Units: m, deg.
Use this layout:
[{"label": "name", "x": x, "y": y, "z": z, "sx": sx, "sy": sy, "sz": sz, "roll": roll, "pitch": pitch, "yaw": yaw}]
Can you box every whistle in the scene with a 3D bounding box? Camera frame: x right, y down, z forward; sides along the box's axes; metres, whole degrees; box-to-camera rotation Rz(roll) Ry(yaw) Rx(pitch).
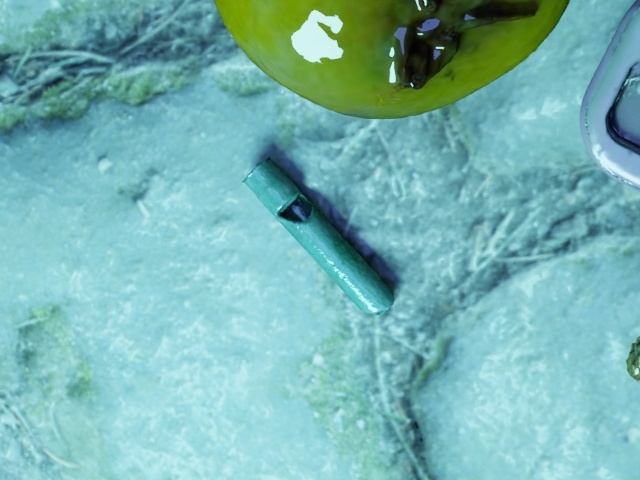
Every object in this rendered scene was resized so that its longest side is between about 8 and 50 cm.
[{"label": "whistle", "x": 0.000, "y": 0.000, "z": 1.885, "sx": 0.039, "sy": 0.039, "sz": 0.186, "roll": -44, "pitch": 86, "yaw": 22}]

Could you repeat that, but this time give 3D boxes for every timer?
[{"label": "timer", "x": 0.343, "y": -0.118, "z": 1.726, "sx": 0.208, "sy": 0.069, "sz": 0.190, "roll": 28, "pitch": 110, "yaw": 10}]

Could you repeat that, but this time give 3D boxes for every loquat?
[{"label": "loquat", "x": 0.050, "y": -0.280, "z": 1.676, "sx": 0.328, "sy": 0.328, "sz": 0.359, "roll": -38, "pitch": 45, "yaw": 22}]

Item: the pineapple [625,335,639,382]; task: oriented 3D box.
[{"label": "pineapple", "x": 0.335, "y": 0.062, "z": 1.774, "sx": 0.074, "sy": 0.074, "sz": 0.159, "roll": 26, "pitch": 102, "yaw": 12}]
